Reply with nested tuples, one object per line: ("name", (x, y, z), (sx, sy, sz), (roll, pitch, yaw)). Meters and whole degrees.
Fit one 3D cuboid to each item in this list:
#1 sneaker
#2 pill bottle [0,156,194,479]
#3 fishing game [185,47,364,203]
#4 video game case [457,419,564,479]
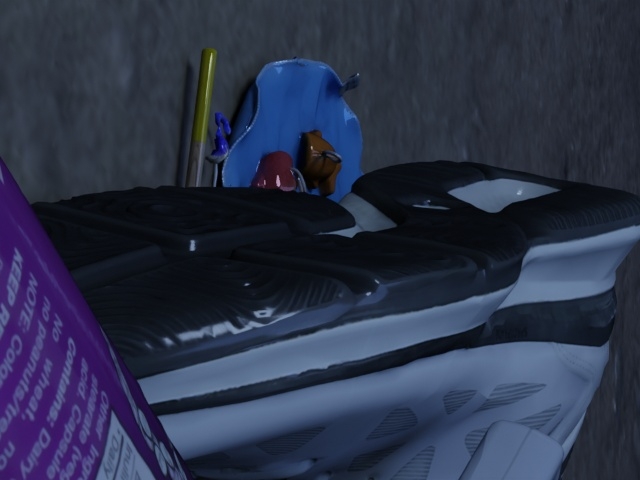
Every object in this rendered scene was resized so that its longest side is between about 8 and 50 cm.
("sneaker", (0.006, 0.111, 0.817), (0.447, 0.169, 0.258), (-9, 108, -57))
("pill bottle", (-0.124, 0.072, 0.499), (0.301, 0.169, 0.169), (66, 31, -44))
("fishing game", (0.000, 0.000, 0.973), (0.264, 0.041, 0.189), (40, 55, -60))
("video game case", (-0.002, 0.274, 0.738), (0.300, 0.036, 0.329), (-51, 157, -49))
